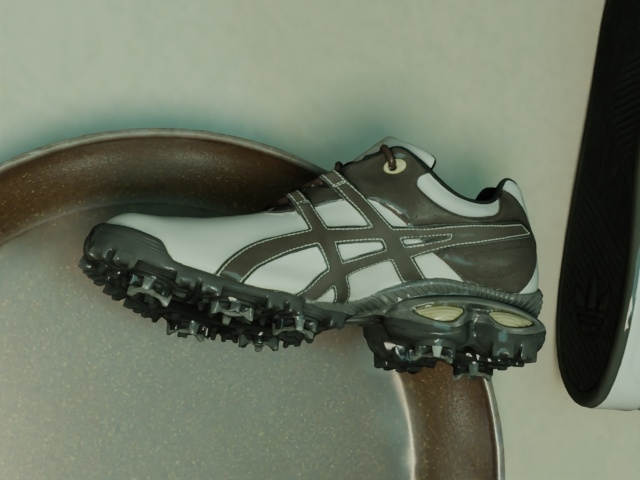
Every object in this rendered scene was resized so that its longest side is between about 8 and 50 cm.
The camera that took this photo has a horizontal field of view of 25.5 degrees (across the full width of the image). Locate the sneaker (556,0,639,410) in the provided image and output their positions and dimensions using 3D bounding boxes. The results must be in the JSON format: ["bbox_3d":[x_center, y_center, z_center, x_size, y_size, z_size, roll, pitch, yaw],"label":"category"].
[{"bbox_3d":[0.228,-0.054,0.664,0.178,0.124,0.296,10,95,-12],"label":"sneaker"}]

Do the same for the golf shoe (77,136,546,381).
[{"bbox_3d":[0.000,0.000,0.580,0.198,0.077,0.094,11,76,-24],"label":"golf shoe"}]

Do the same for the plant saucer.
[{"bbox_3d":[-0.071,0.108,0.613,0.310,0.050,0.311,0,89,-17],"label":"plant saucer"}]
